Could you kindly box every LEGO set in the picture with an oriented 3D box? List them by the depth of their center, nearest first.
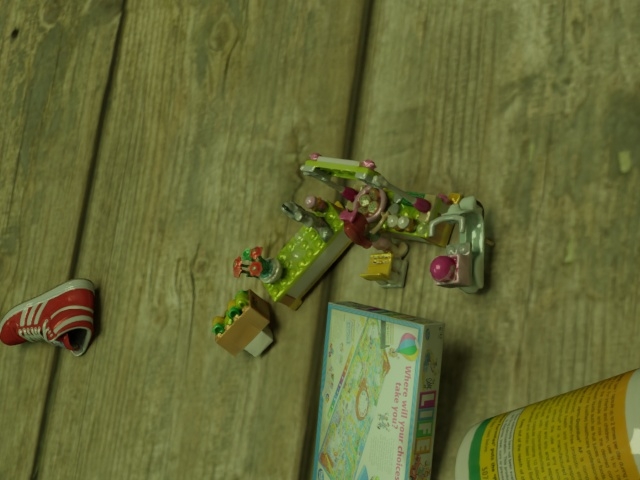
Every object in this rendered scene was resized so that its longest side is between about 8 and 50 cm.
[{"bbox_3d":[0.000,0.000,1.469,0.287,0.107,0.132,-17,60,36],"label":"LEGO set"}]

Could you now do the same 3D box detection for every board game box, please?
[{"bbox_3d":[0.044,0.132,1.391,0.103,0.026,0.154,12,99,44],"label":"board game box"}]

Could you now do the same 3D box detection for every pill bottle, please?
[{"bbox_3d":[0.206,0.152,1.210,0.208,0.117,0.117,-23,57,32],"label":"pill bottle"}]

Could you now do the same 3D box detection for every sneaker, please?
[{"bbox_3d":[-0.264,0.089,1.710,0.118,0.042,0.067,-30,50,26],"label":"sneaker"}]
